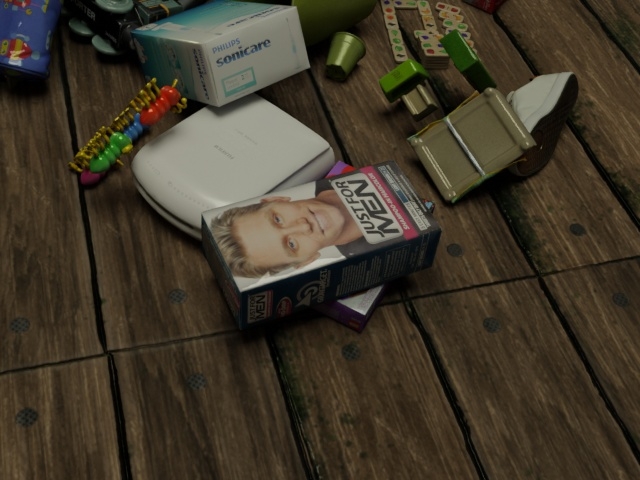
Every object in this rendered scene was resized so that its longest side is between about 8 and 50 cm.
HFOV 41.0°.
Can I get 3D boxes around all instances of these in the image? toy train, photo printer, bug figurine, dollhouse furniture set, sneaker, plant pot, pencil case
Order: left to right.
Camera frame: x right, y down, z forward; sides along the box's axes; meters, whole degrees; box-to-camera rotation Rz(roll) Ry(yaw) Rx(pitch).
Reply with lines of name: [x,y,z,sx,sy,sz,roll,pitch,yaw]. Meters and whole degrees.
pencil case: [-0.566,-0.458,1.687,0.120,0.133,0.305,9,86,7]
toy train: [-0.444,-0.509,1.826,0.190,0.142,0.334,-25,54,-40]
bug figurine: [-0.347,-0.187,1.527,0.072,0.279,0.216,47,68,-14]
photo printer: [-0.166,-0.129,1.544,0.256,0.107,0.307,36,55,22]
plant pot: [-0.029,-0.534,1.836,0.294,0.274,0.274,-14,51,-38]
plant pot: [0.045,-0.383,1.816,0.083,0.083,0.079,18,63,8]
dollhouse furniture set: [0.277,-0.227,1.685,0.198,0.151,0.301,-34,69,15]
sneaker: [0.416,-0.233,1.734,0.123,0.105,0.290,8,47,37]

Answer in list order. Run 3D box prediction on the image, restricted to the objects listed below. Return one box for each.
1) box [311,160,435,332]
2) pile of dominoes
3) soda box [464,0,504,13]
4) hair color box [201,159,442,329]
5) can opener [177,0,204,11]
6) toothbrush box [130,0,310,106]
box: [0.050,0.002,1.493,0.201,0.057,0.293,26,52,14]
pile of dominoes: [0.250,-0.483,1.945,0.196,0.040,0.251,-1,50,-8]
soda box: [0.449,-0.659,2.091,0.092,0.083,0.263,31,53,19]
hair color box: [0.000,0.000,1.381,0.347,0.105,0.173,-18,54,-19]
can opener: [-0.273,-0.603,1.953,0.074,0.093,0.280,25,56,13]
toothbrush box: [-0.198,-0.371,1.660,0.216,0.126,0.296,-30,30,-29]
